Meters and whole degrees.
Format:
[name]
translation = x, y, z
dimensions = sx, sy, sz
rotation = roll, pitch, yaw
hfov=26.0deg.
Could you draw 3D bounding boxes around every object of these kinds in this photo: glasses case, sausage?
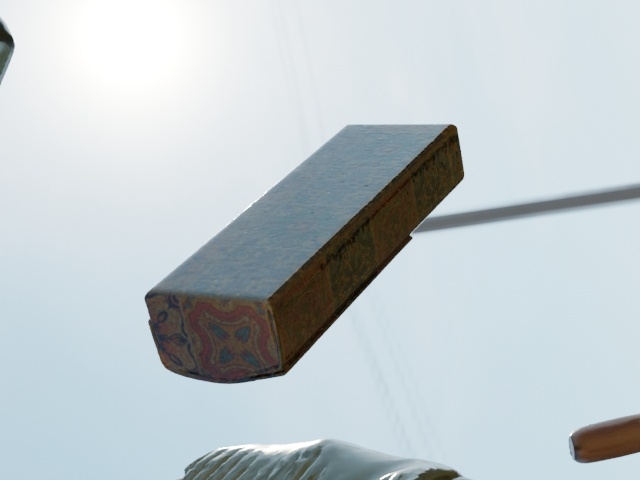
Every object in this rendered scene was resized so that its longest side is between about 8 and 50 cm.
[glasses case]
translation = 0.000, 0.000, 0.737
dimensions = 0.218, 0.075, 0.049
rotation = -44, -51, -50
[sausage]
translation = 0.255, 0.170, 1.191
dimensions = 0.034, 0.083, 0.034
rotation = -15, -90, -83

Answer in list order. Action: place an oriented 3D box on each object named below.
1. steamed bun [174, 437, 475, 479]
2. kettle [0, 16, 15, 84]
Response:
[steamed bun]
translation = -0.012, 0.311, 0.912
dimensions = 0.342, 0.367, 0.255
rotation = -47, -66, -20
[kettle]
translation = -0.457, -0.136, 1.323
dimensions = 0.361, 0.377, 0.250
rotation = -35, -104, -34
